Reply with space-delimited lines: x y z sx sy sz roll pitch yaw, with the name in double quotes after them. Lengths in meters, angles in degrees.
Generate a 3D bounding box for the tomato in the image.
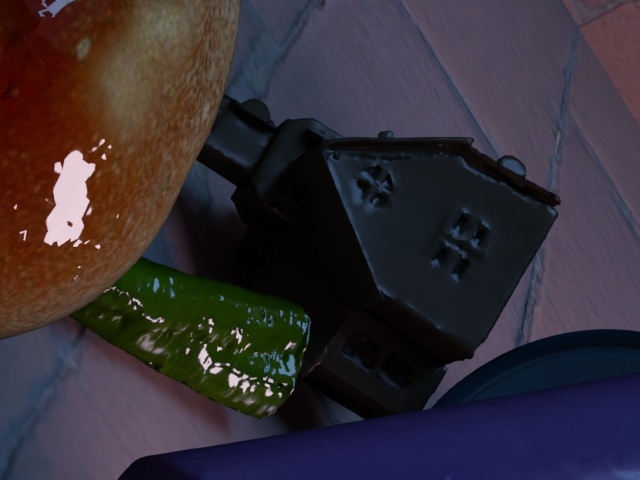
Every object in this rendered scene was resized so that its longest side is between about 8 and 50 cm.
-0.182 -0.091 0.944 0.239 0.303 0.303 48 24 -34 "tomato"

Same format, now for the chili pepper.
-0.132 0.034 1.207 0.076 0.085 0.359 22 -2 41 "chili pepper"

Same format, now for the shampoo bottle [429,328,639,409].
0.251 0.263 1.424 0.342 0.331 0.331 31 35 -57 "shampoo bottle"

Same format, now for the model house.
0.000 0.000 1.422 0.243 0.204 0.211 34 -18 -9 "model house"

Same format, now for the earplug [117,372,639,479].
0.118 0.178 1.088 0.455 0.215 0.215 -11 69 -30 "earplug"
